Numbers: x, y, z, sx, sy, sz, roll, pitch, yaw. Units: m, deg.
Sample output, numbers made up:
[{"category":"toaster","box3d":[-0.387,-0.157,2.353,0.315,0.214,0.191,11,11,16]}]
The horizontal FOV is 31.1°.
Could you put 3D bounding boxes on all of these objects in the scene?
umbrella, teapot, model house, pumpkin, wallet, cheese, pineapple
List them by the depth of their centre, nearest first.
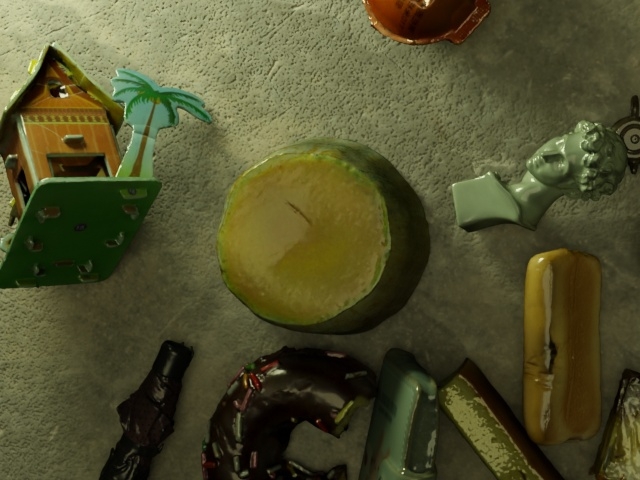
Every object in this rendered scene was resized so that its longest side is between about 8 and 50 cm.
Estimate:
[{"category":"teapot","box3d":[0.481,-0.162,1.765,0.076,0.068,0.121,2,93,10]},{"category":"wallet","box3d":[0.115,0.362,1.769,0.083,0.252,0.360,9,95,-13]},{"category":"pineapple","box3d":[0.511,0.288,1.770,0.236,0.114,0.186,-31,86,0]},{"category":"cheese","box3d":[0.129,-0.436,1.790,0.329,0.129,0.217,45,102,18]},{"category":"pumpkin","box3d":[0.000,0.000,1.797,0.332,0.199,0.332,0,92,7]},{"category":"model house","box3d":[-0.379,-0.133,1.898,0.300,0.340,0.324,-51,52,47]},{"category":"umbrella","box3d":[-0.292,0.318,1.912,0.094,0.090,0.326,28,97,30]}]

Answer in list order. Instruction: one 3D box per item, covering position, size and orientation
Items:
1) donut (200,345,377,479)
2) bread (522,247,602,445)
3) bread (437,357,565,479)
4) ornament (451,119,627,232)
[{"category":"donut","box3d":[-0.063,0.330,1.849,0.259,0.136,0.345,16,94,11]},{"category":"bread","box3d":[0.369,0.163,1.777,0.091,0.142,0.305,2,92,51]},{"category":"bread","box3d":[0.310,0.351,1.781,0.077,0.138,0.361,-38,85,11]},{"category":"ornament","box3d":[0.337,-0.083,1.764,0.285,0.130,0.120,-29,76,30]}]
